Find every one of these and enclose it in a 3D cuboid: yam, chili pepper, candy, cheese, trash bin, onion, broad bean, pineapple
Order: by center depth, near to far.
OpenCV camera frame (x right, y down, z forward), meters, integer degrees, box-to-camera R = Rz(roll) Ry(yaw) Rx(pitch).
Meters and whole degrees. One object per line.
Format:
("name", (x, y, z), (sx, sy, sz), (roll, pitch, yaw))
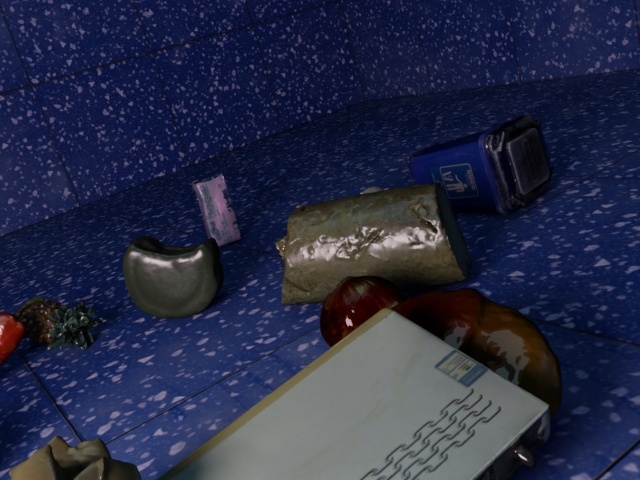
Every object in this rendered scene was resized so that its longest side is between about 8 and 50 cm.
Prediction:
("cheese", (-0.179, 0.225, 0.505), (0.091, 0.175, 0.202), (-6, -32, -26))
("broad bean", (0.131, 0.123, 0.665), (0.156, 0.122, 0.228), (-39, 20, -12))
("onion", (0.052, 0.100, 0.859), (0.119, 0.118, 0.117), (-34, -9, -45))
("yam", (0.067, 0.010, 1.039), (0.304, 0.168, 0.168), (-8, 18, 19))
("chili pepper", (-0.560, 0.188, 1.118), (0.272, 0.071, 0.063), (-51, 9, -34))
("pineapple", (-0.488, 0.151, 1.230), (0.221, 0.083, 0.103), (-1, 7, 42))
("trash bin", (0.308, -0.142, 1.308), (0.184, 0.162, 0.235), (-29, 15, -38))
("candy", (-0.241, -0.071, 1.582), (0.073, 0.160, 0.092), (-18, 10, -17))

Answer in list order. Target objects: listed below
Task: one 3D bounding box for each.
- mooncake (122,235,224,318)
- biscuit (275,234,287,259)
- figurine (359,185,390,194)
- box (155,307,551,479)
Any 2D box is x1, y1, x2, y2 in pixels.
("mooncake", (-0.257, 0.050, 1.197), (0.168, 0.175, 0.104), (-56, 8, 21))
("biscuit", (0.000, 0.000, 1.286), (0.169, 0.070, 0.082), (-18, 8, 0))
("figurine", (0.096, -0.045, 1.367), (0.098, 0.081, 0.146), (-58, -1, 33))
("box", (0.019, 0.175, 0.518), (0.270, 0.045, 0.211), (-35, 38, -24))
